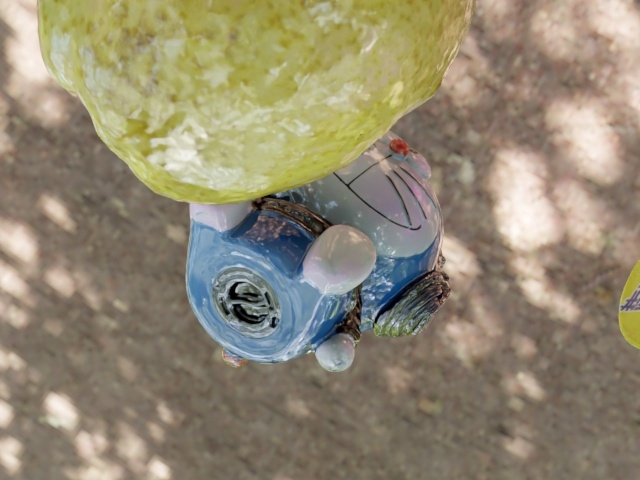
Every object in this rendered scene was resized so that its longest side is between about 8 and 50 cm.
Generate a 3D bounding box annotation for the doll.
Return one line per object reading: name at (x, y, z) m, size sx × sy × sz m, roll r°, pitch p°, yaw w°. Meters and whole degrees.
doll at (0.000, 0.000, 1.640) m, size 0.284 × 0.310 × 0.240 m, roll 39°, pitch 128°, yaw 8°

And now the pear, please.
pear at (-0.037, -0.144, 0.926) m, size 0.271 × 0.271 × 0.271 m, roll 23°, pitch 149°, yaw 15°

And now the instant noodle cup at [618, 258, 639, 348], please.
instant noodle cup at (0.449, 0.078, 1.649) m, size 0.174 × 0.213 × 0.213 m, roll 40°, pitch 150°, yaw -22°
